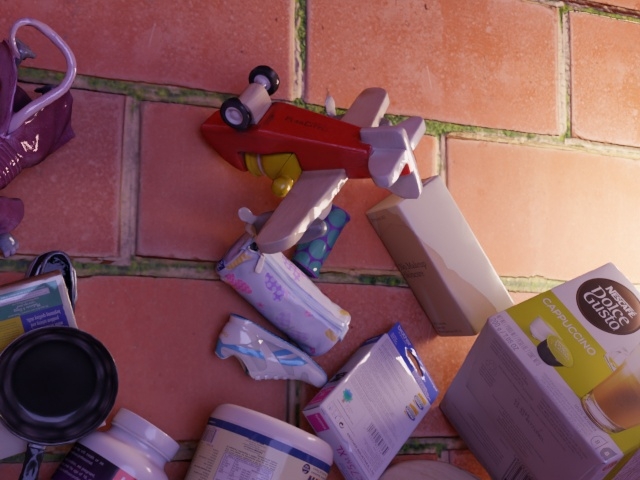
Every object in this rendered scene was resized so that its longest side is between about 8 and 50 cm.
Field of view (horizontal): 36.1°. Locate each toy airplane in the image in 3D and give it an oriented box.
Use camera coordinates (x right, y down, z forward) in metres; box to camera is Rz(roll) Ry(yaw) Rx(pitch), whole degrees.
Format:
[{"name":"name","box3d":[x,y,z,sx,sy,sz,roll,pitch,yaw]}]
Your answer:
[{"name":"toy airplane","box3d":[0.008,-0.137,1.814,0.386,0.272,0.384,-14,46,-17]}]

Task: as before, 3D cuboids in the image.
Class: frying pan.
[{"name":"frying pan","box3d":[-0.417,0.291,1.569,0.197,0.053,0.326,-7,102,-17]}]

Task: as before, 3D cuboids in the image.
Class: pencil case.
[{"name":"pencil case","box3d":[-0.068,0.097,1.849,0.273,0.124,0.113,44,47,-16]},{"name":"pencil case","box3d":[0.000,0.000,1.924,0.151,0.065,0.070,-60,147,-19]}]

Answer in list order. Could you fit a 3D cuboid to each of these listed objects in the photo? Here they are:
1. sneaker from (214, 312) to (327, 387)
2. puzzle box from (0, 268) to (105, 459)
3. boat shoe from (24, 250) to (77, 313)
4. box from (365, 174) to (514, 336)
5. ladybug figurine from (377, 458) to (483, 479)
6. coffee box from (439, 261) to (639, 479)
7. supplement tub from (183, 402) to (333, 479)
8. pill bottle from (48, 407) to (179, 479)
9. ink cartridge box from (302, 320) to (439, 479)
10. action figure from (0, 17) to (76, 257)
[{"name":"sneaker","box3d":[-0.092,0.226,1.852,0.229,0.087,0.092,31,84,-15]},{"name":"puzzle box","box3d":[-0.575,0.230,1.565,0.409,0.052,0.272,-16,102,-14]},{"name":"boat shoe","box3d":[-0.466,0.164,1.666,0.108,0.102,0.301,13,79,-23]},{"name":"box","box3d":[0.241,0.034,1.990,0.121,0.148,0.311,-35,98,-24]},{"name":"ladybug figurine","box3d":[0.233,0.602,1.910,0.449,0.162,0.305,40,69,-15]},{"name":"coffee box","box3d":[0.495,0.307,1.901,0.335,0.338,0.337,-20,58,-26]},{"name":"supplement tub","box3d":[-0.135,0.473,1.713,0.235,0.235,0.324,27,74,-20]},{"name":"pill bottle","box3d":[-0.375,0.447,1.633,0.181,0.181,0.323,39,70,-16]},{"name":"ink cartridge box","box3d":[0.106,0.312,1.900,0.311,0.065,0.185,-41,103,-46]},{"name":"action figure","box3d":[-0.522,-0.131,1.595,0.248,0.276,0.370,38,56,-23]}]
